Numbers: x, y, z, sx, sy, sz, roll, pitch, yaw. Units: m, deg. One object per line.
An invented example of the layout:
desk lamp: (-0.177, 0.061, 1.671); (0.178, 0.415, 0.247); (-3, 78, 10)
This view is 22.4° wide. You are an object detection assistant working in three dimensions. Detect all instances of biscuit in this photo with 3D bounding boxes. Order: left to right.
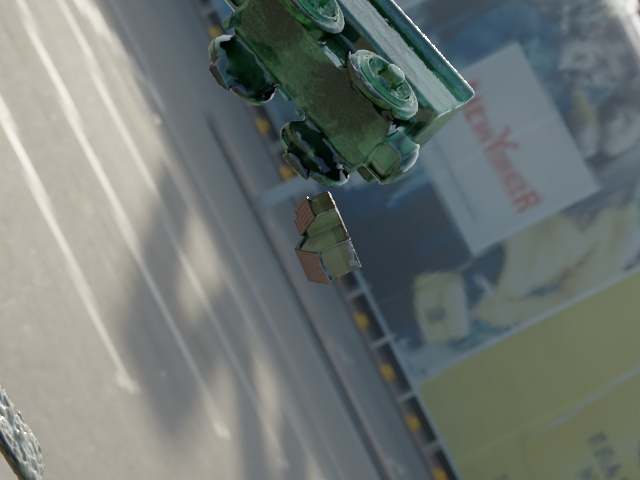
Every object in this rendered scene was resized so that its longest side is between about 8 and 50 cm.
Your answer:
biscuit: (-0.317, 0.189, 1.627); (0.071, 0.018, 0.147); (-95, 159, -60)

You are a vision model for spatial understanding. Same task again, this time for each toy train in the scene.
toy train: (0.011, -0.172, 1.619); (0.266, 0.145, 0.202); (49, 27, 6)

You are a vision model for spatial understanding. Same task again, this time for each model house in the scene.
model house: (0.000, 0.000, 1.653); (0.083, 0.058, 0.057); (65, 2, -53)
